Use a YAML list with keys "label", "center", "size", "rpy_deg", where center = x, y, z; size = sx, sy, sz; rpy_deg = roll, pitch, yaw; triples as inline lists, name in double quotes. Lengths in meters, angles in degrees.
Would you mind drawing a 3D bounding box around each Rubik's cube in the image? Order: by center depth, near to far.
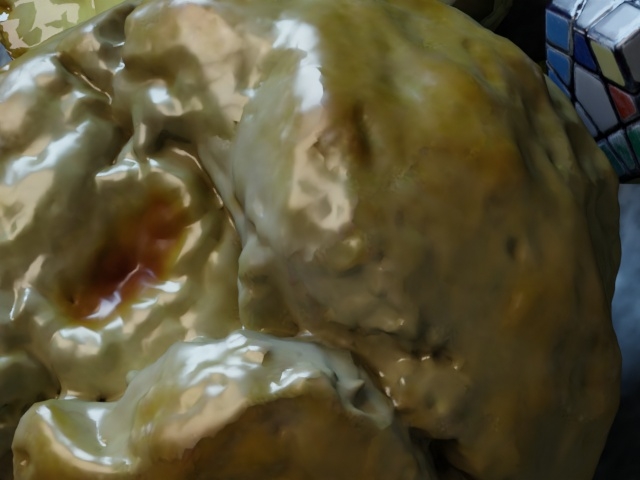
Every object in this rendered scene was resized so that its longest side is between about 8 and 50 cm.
- label: "Rubik's cube"
  center: [0.129, -0.068, 0.581]
  size: [0.111, 0.093, 0.111]
  rpy_deg: [-27, 43, 29]

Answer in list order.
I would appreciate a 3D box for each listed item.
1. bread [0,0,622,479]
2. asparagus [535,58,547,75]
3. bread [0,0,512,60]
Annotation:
- label: "bread"
  center: [-0.022, 0.014, 0.558]
  size: [0.244, 0.134, 0.244]
  rpy_deg: [-8, 70, 21]
- label: "asparagus"
  center: [0.000, 0.000, 0.649]
  size: [0.236, 0.034, 0.027]
  rpy_deg: [-36, 14, -1]
- label: "bread"
  center: [-0.038, -0.121, 0.736]
  size: [0.204, 0.162, 0.262]
  rpy_deg: [-37, 63, 16]
